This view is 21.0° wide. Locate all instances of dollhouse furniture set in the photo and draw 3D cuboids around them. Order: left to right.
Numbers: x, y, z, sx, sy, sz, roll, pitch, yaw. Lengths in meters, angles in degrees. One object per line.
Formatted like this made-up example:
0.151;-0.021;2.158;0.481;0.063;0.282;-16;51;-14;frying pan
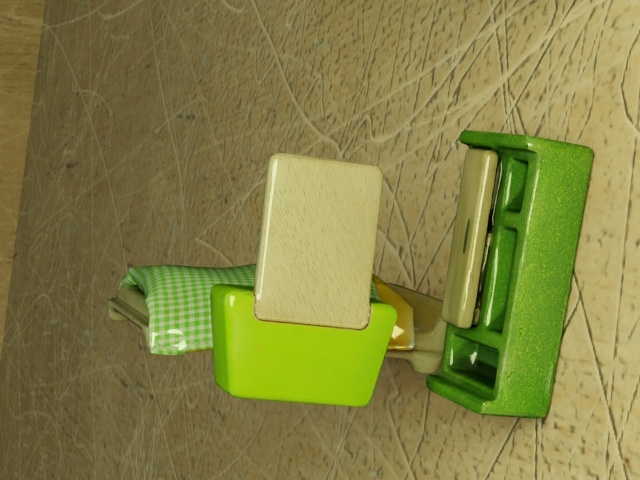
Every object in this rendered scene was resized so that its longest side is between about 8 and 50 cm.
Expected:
0.000;0.000;1.035;0.301;0.197;0.151;-163;80;-72;dollhouse furniture set
